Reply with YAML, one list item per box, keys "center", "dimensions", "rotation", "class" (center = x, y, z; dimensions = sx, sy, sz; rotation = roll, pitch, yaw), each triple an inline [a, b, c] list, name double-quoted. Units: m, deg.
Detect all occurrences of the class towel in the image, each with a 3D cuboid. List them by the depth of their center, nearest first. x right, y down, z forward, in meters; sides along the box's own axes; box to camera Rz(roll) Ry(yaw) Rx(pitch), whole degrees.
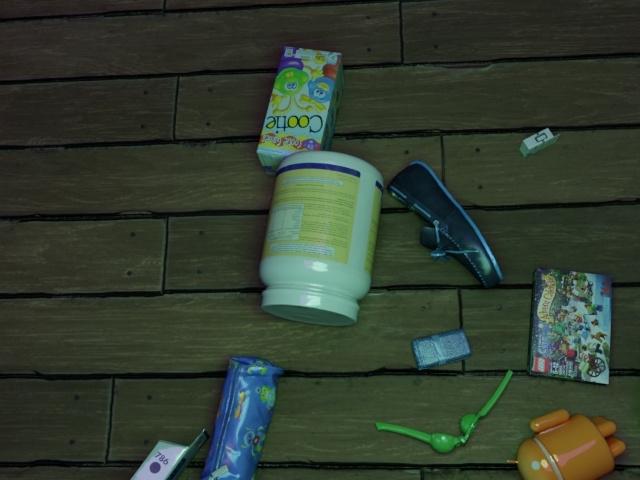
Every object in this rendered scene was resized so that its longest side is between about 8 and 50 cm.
- center: [0.260, 0.234, 1.480]
  dimensions: [0.120, 0.029, 0.067]
  rotation: [-14, 72, 2]
  class: "towel"

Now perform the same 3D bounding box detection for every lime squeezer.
- center: [0.280, 0.378, 1.430]
  dimensions: [0.311, 0.058, 0.109]
  rotation: [-22, 42, 0]
  class: "lime squeezer"

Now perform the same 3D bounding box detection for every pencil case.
- center: [-0.168, 0.389, 1.418]
  dimensions: [0.120, 0.133, 0.305]
  rotation: [7, 72, 21]
  class: "pencil case"

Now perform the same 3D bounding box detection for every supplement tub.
- center: [0.000, 0.000, 1.466]
  dimensions: [0.241, 0.241, 0.331]
  rotation: [7, 74, 7]
  class: "supplement tub"

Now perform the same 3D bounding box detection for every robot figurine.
- center: [0.483, 0.427, 1.348]
  dimensions: [0.220, 0.158, 0.128]
  rotation: [-25, 38, -3]
  class: "robot figurine"

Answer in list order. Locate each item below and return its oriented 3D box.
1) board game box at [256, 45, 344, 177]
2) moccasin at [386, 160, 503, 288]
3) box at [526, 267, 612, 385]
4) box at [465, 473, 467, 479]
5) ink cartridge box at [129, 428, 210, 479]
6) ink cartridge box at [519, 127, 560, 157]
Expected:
- center: [-0.041, -0.292, 1.610]
  dimensions: [0.142, 0.144, 0.275]
  rotation: [9, 73, 9]
  class: "board game box"
- center: [0.269, -0.020, 1.520]
  dimensions: [0.117, 0.137, 0.342]
  rotation: [-32, 59, -1]
  class: "moccasin"
- center: [0.531, 0.182, 1.462]
  dimensions: [0.159, 0.044, 0.232]
  rotation: [7, 73, 7]
  class: "box"
- center: [0.318, 0.545, 1.337]
  dimensions: [0.043, 0.105, 0.179]
  rotation: [-17, 72, 7]
  class: "box"
- center: [-0.348, 0.502, 1.356]
  dimensions: [0.065, 0.165, 0.332]
  rotation: [35, 69, 9]
  class: "ink cartridge box"
- center: [0.508, -0.230, 1.590]
  dimensions: [0.083, 0.048, 0.028]
  rotation: [-26, 72, -4]
  class: "ink cartridge box"
